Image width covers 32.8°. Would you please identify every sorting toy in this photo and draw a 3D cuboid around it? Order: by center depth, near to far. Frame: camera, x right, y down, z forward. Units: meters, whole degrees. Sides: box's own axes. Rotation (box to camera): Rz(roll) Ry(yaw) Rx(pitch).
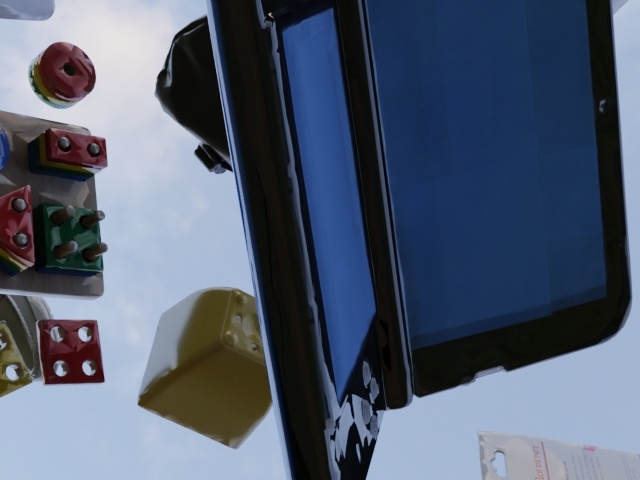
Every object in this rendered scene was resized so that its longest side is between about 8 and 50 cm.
[{"bbox_3d":[-0.202,-0.023,0.746,0.046,0.132,0.274,-23,-113,42],"label":"sorting toy"}]

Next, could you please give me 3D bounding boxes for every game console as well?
[{"bbox_3d":[0.070,-0.040,0.537,0.173,0.250,0.293,-6,-75,12],"label":"game console"}]

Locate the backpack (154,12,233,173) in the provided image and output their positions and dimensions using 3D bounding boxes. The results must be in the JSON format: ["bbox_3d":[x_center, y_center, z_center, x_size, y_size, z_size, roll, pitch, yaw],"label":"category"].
[{"bbox_3d":[0.070,-0.170,1.053,0.290,0.355,0.273,38,-63,18],"label":"backpack"}]

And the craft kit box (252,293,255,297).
[{"bbox_3d":[0.000,0.000,1.405,0.061,0.246,0.250,33,-110,-12],"label":"craft kit box"}]

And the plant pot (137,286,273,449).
[{"bbox_3d":[-0.063,0.078,0.739,0.081,0.081,0.083,28,-44,-20],"label":"plant pot"}]

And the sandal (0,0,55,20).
[{"bbox_3d":[-0.205,-0.148,0.520,0.102,0.265,0.076,6,-79,6],"label":"sandal"}]

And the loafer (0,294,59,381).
[{"bbox_3d":[-0.484,0.088,1.583,0.319,0.111,0.112,45,-57,31],"label":"loafer"}]

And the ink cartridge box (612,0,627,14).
[{"bbox_3d":[0.215,-0.301,0.926,0.234,0.088,0.193,-45,-111,-1],"label":"ink cartridge box"}]

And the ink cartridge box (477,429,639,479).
[{"bbox_3d":[0.222,0.229,0.943,0.181,0.104,0.061,10,-65,1],"label":"ink cartridge box"}]
